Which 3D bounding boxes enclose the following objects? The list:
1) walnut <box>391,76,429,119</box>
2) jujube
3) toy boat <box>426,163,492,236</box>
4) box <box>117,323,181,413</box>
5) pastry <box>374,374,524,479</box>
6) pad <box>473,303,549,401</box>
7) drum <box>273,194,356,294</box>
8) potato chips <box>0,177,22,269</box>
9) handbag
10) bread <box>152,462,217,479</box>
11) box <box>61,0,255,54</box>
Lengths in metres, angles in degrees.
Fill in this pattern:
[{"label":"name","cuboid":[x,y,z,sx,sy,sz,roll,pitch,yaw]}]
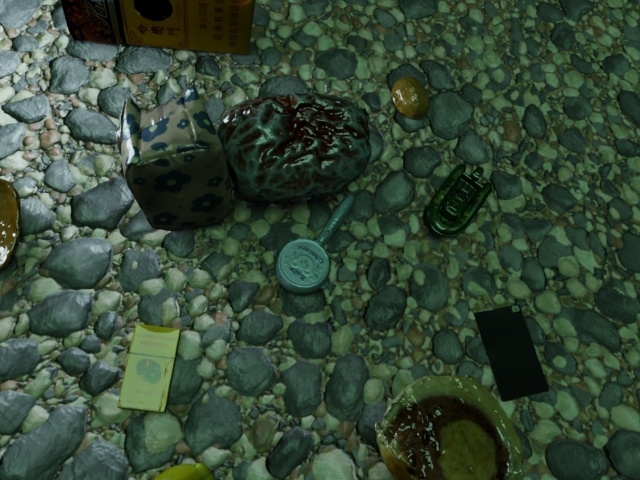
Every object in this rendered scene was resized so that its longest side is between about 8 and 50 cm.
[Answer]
[{"label":"walnut","cuboid":[0.227,-0.359,1.355,0.091,0.052,0.121,-20,75,-21]},{"label":"jujube","cuboid":[-0.051,-0.196,1.149,0.317,0.226,0.226,-12,71,-17]},{"label":"toy boat","cuboid":[0.313,-0.089,1.262,0.104,0.052,0.210,39,66,3]},{"label":"box","cuboid":[-0.317,0.237,1.029,0.087,0.023,0.155,10,67,-9]},{"label":"pastry","cuboid":[0.224,0.380,1.002,0.256,0.170,0.237,45,48,14]},{"label":"pad","cuboid":[0.406,0.236,1.176,0.116,0.004,0.193,-8,71,-13]},{"label":"drum","cuboid":[0.014,0.015,1.165,0.253,0.049,0.130,-38,79,-21]},{"label":"potato chips","cuboid":[-0.652,-0.023,1.056,0.150,0.049,0.201,-4,67,-16]},{"label":"handbag","cuboid":[-0.281,-0.158,1.078,0.190,0.251,0.193,-12,62,-7]},{"label":"bread","cuboid":[-0.168,0.548,0.882,0.166,0.112,0.383,-31,77,-21]},{"label":"box","cuboid":[-0.353,-0.551,1.211,0.415,0.264,0.115,1,68,-12]}]
